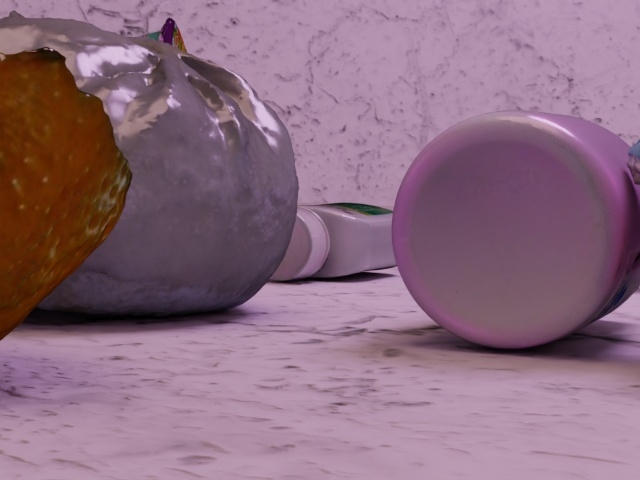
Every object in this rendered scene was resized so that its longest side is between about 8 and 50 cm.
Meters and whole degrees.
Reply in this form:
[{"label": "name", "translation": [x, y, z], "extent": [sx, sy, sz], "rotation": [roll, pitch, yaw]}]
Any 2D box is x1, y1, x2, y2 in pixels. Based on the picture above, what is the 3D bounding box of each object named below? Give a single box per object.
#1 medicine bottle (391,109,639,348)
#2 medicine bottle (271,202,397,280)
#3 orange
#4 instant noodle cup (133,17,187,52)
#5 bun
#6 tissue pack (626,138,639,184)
[{"label": "medicine bottle", "translation": [0.152, -0.011, 1.042], "extent": [0.152, 0.152, 0.254], "rotation": [3, 3, 20]}, {"label": "medicine bottle", "translation": [0.000, 0.000, 1.430], "extent": [0.119, 0.069, 0.183], "rotation": [6, 6, 23]}, {"label": "orange", "translation": [-0.262, -0.028, 0.744], "extent": [0.262, 0.196, 0.334], "rotation": [25, 22, 40]}, {"label": "instant noodle cup", "translation": [-0.232, -0.096, 1.596], "extent": [0.190, 0.251, 0.251], "rotation": [-6, 3, 4]}, {"label": "bun", "translation": [-0.193, -0.063, 1.101], "extent": [0.354, 0.194, 0.354], "rotation": [10, 7, -1]}, {"label": "tissue pack", "translation": [0.322, -0.092, 0.876], "extent": [0.124, 0.271, 0.201], "rotation": [42, 5, -17]}]
